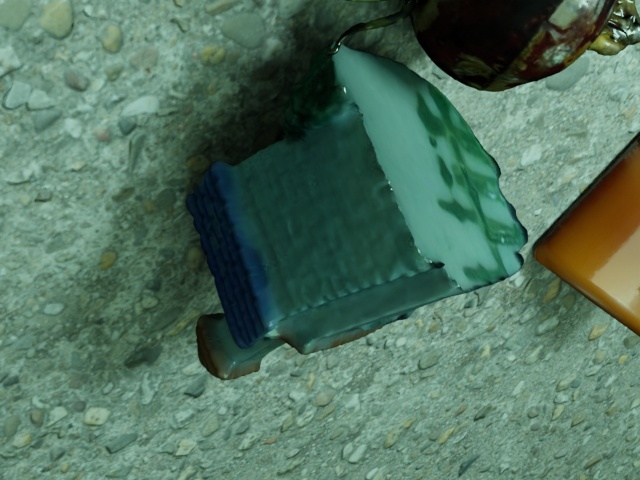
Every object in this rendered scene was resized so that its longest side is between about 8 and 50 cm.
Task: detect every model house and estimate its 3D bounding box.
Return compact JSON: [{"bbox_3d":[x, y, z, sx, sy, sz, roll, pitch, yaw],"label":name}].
[{"bbox_3d":[0.000,0.000,1.005,0.329,0.252,0.295,-32,169,27],"label":"model house"}]

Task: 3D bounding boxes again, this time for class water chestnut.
[{"bbox_3d":[0.191,-0.235,0.895,0.238,0.224,0.224,30,109,-14],"label":"water chestnut"}]

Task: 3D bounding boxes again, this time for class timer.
[{"bbox_3d":[0.467,-0.011,1.397,0.250,0.161,0.257,34,103,-33],"label":"timer"}]

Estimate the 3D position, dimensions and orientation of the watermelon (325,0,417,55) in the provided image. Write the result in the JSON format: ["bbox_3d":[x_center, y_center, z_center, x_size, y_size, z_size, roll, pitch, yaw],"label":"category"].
[{"bbox_3d":[0.038,-0.305,0.784,0.204,0.127,0.232,-27,124,11],"label":"watermelon"}]
